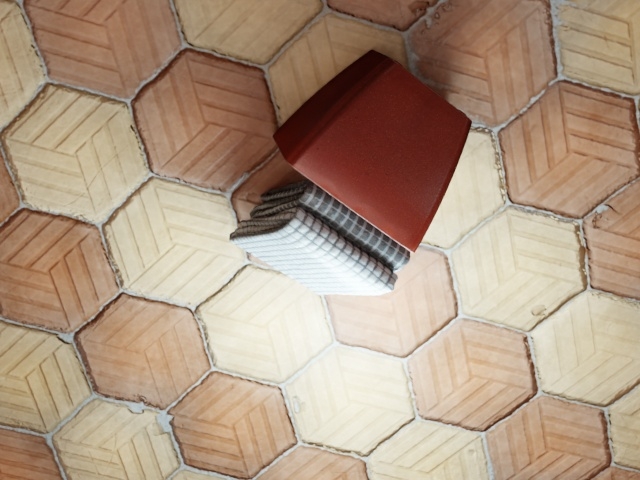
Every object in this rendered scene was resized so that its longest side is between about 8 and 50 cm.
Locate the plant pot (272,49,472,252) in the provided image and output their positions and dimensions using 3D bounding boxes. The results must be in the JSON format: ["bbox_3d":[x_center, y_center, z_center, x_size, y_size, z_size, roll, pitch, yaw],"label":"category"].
[{"bbox_3d":[0.102,-0.175,1.800,0.267,0.267,0.235,35,98,-15],"label":"plant pot"}]

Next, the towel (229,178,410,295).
[{"bbox_3d":[0.000,0.000,1.877,0.235,0.284,0.121,33,74,-20],"label":"towel"}]
